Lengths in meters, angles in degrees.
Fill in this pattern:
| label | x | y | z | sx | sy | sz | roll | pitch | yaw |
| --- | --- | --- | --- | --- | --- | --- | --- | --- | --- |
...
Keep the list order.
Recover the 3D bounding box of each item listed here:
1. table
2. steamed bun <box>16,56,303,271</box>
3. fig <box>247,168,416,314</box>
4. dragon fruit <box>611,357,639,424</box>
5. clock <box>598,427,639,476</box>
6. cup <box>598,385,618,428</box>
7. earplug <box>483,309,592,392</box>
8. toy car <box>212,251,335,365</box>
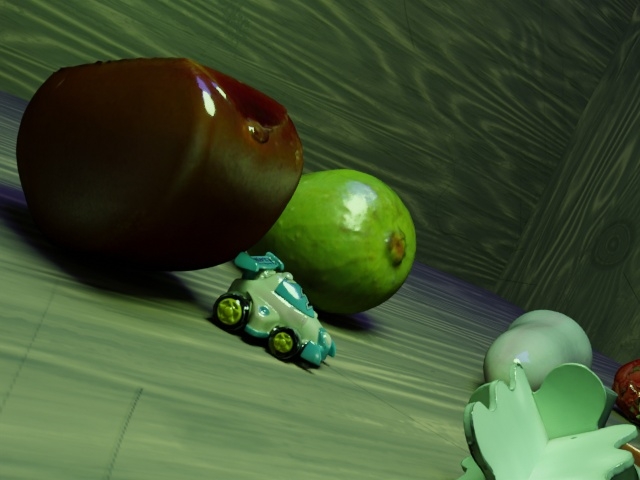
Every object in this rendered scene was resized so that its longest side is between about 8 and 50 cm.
| label | x | y | z | sx | sy | sz | roll | pitch | yaw |
| --- | --- | --- | --- | --- | --- | --- | --- | --- | --- |
| table | 0.173 | 0.196 | 0.502 | 0.167 | 0.166 | 0.198 | 28 | 15 | 26 |
| steamed bun | -0.222 | -0.085 | 0.789 | 0.380 | 0.248 | 0.235 | 9 | -2 | 36 |
| fig | 0.000 | 0.000 | 1.091 | 0.327 | 0.257 | 0.258 | 8 | -3 | 30 |
| dragon fruit | 0.779 | 0.360 | 1.425 | 0.210 | 0.172 | 0.172 | 11 | 14 | -42 |
| clock | 0.400 | 0.312 | 0.834 | 0.205 | 0.051 | 0.205 | 24 | 7 | -3 |
| cup | 0.521 | 0.312 | 1.193 | 0.078 | 0.077 | 0.100 | 19 | 8 | -44 |
| earplug | 0.371 | 0.220 | 1.077 | 0.172 | 0.172 | 0.301 | 28 | 13 | 28 |
| toy car | -0.047 | 0.085 | 0.782 | 0.162 | 0.098 | 0.126 | 25 | 8 | 19 |
